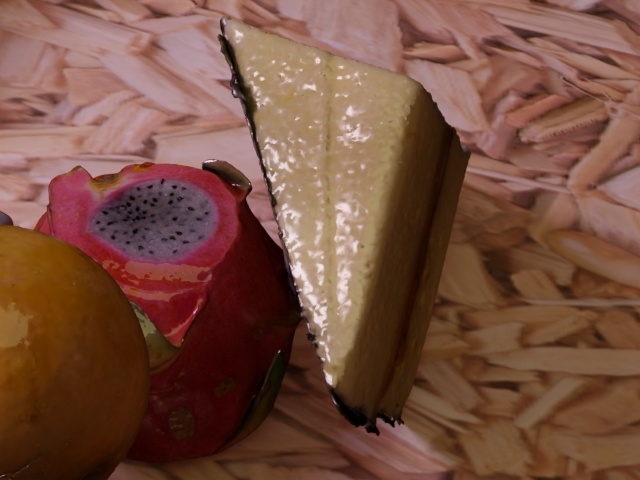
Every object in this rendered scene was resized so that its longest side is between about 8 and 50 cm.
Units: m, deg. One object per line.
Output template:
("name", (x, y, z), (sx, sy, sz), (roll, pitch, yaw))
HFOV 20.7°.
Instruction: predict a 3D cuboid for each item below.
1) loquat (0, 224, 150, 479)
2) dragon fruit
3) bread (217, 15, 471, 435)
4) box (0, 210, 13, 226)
("loquat", (-0.261, 0.117, 1.389), (0.263, 0.263, 0.263), (5, 50, -6))
("dragon fruit", (-0.148, 0.043, 1.621), (0.290, 0.189, 0.291), (5, 51, -6))
("bread", (0.000, 0.000, 1.635), (0.242, 0.346, 0.405), (10, 69, 18))
("box", (-0.410, -0.030, 1.691), (0.243, 0.103, 0.055), (26, 46, 12))
